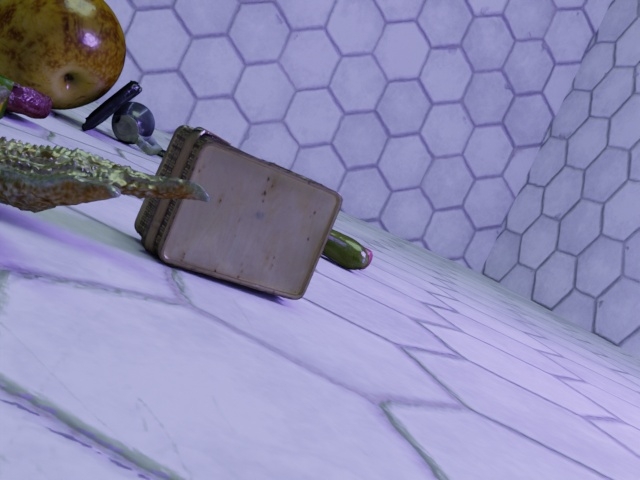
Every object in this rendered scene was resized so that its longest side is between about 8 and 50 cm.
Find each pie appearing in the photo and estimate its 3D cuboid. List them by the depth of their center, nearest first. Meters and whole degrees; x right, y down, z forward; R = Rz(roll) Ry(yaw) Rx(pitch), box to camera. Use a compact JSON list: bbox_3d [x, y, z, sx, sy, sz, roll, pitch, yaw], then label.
[{"bbox_3d":[-0.500,-0.229,1.188,0.182,0.049,0.182,21,2,-1],"label":"pie"}]

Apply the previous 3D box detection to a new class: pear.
[{"bbox_3d":[-0.548,-0.407,1.611,0.281,0.280,0.281,25,5,-2],"label":"pear"}]

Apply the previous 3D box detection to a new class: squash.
[{"bbox_3d":[0.000,0.000,1.269,0.183,0.052,0.052,23,4,24],"label":"squash"}]

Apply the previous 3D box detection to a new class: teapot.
[{"bbox_3d":[-0.400,-0.245,1.699,0.124,0.092,0.091,19,19,-4],"label":"teapot"}]

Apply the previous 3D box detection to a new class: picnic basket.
[{"bbox_3d":[-0.073,-0.023,0.703,0.164,0.115,0.079,22,3,-32],"label":"picnic basket"}]

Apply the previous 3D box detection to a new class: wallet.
[{"bbox_3d":[-0.441,-0.287,1.650,0.030,0.146,0.285,52,-4,-18],"label":"wallet"}]

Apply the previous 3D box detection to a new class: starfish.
[{"bbox_3d":[-0.266,-0.076,0.515,0.358,0.078,0.347,29,5,40],"label":"starfish"}]

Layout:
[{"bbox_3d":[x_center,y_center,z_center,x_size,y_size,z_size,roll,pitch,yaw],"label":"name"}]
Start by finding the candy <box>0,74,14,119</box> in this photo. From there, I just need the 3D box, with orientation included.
[{"bbox_3d":[-0.513,-0.224,1.015,0.195,0.062,0.097,24,5,-1],"label":"candy"}]

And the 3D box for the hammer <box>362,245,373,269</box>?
[{"bbox_3d":[0.049,0.020,1.343,0.083,0.043,0.043,24,4,15],"label":"hammer"}]

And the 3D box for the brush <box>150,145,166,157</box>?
[{"bbox_3d":[-0.323,-0.182,1.812,0.193,0.016,0.063,26,11,7],"label":"brush"}]
